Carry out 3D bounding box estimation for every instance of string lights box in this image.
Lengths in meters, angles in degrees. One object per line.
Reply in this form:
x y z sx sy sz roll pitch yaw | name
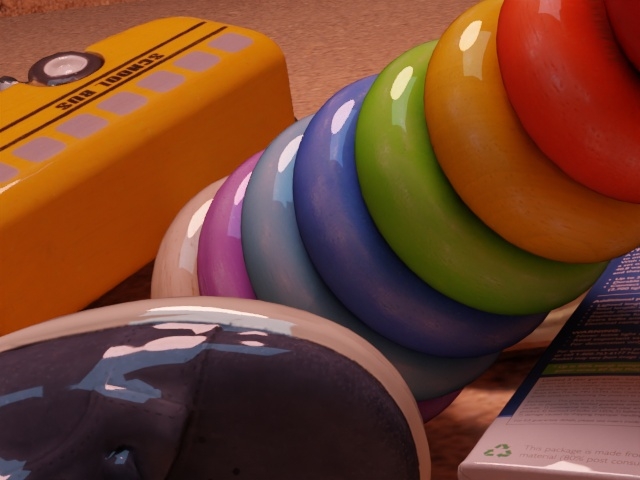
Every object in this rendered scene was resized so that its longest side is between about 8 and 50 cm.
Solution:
0.159 0.058 0.481 0.133 0.076 0.260 0 19 27 | string lights box

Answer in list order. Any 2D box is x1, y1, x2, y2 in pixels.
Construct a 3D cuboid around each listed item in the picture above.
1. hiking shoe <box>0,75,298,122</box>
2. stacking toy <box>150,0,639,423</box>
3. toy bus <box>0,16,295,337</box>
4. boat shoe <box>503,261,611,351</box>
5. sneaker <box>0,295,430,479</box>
-0.161 -0.047 1.015 0.304 0.113 0.132 1 48 11 | hiking shoe
0.064 -0.032 0.460 0.141 0.141 0.330 -22 -12 -39 | stacking toy
-0.169 -0.029 0.821 0.130 0.108 0.333 19 40 34 | toy bus
0.116 -0.017 0.734 0.105 0.089 0.285 -3 17 19 | boat shoe
-0.132 0.119 0.352 0.350 0.131 0.148 -19 15 1 | sneaker
